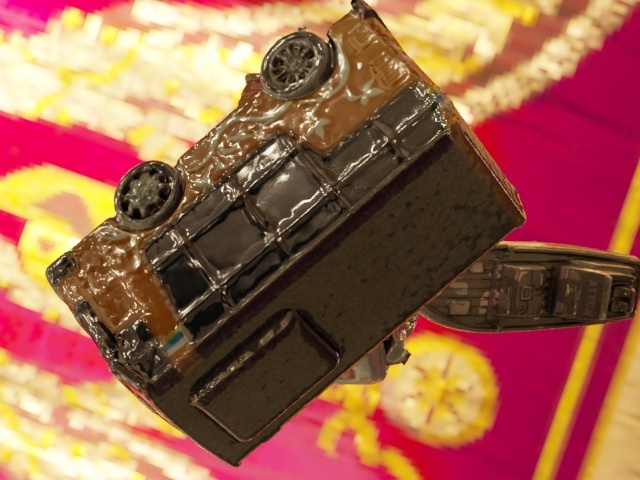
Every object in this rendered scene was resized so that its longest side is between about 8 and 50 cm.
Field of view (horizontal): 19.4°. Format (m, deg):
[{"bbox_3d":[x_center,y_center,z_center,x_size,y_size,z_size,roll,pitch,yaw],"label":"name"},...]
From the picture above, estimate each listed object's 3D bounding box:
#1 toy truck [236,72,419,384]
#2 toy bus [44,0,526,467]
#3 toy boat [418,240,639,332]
[{"bbox_3d":[0.000,0.000,1.778,0.162,0.136,0.305,-64,-33,-51],"label":"toy truck"},{"bbox_3d":[-0.021,0.001,1.200,0.275,0.167,0.138,-40,-40,2],"label":"toy bus"},{"bbox_3d":[0.174,0.040,1.567,0.260,0.085,0.078,1,-80,-37],"label":"toy boat"}]
